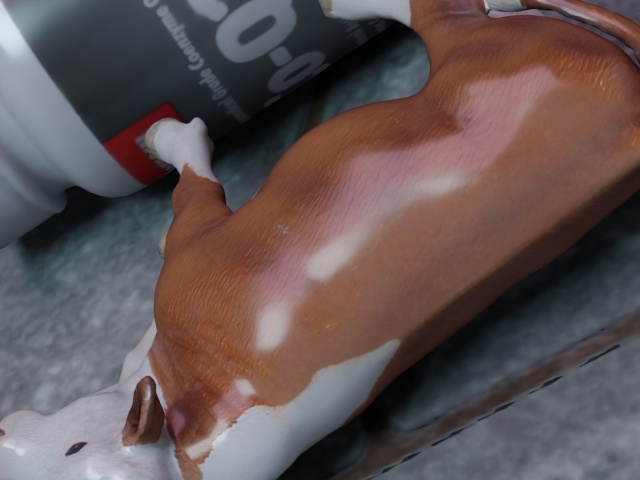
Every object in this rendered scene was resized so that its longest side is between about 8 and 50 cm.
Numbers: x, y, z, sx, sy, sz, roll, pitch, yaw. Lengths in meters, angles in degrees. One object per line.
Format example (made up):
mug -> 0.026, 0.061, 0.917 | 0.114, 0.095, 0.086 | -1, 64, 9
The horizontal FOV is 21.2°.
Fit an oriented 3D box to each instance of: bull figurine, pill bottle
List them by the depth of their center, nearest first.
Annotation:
bull figurine -> 0.000, 0.000, 0.706 | 0.310, 0.101, 0.188 | -33, 41, 5
pill bottle -> -0.081, -0.122, 0.819 | 0.283, 0.161, 0.161 | -33, 43, 4
